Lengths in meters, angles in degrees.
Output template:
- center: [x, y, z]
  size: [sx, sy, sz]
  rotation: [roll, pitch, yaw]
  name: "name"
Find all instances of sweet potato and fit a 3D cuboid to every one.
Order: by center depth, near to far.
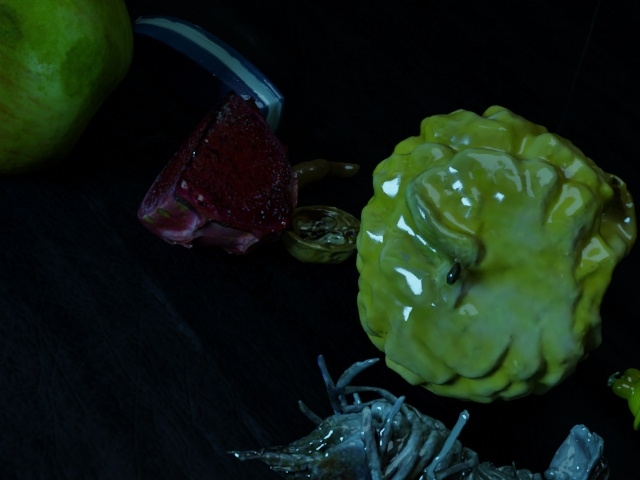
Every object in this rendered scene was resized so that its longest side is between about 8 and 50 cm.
- center: [-0.014, -0.092, 1.524]
  size: [0.179, 0.044, 0.044]
  rotation: [-22, 55, -41]
  name: "sweet potato"

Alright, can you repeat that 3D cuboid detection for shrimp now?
- center: [0.116, 0.225, 1.133]
  size: [0.410, 0.166, 0.221]
  rotation: [21, 3, -21]
  name: "shrimp"

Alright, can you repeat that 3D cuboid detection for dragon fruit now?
- center: [-0.132, -0.068, 1.369]
  size: [0.189, 0.163, 0.262]
  rotation: [-10, 36, 24]
  name: "dragon fruit"

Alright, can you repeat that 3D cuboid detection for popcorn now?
- center: [0.191, 0.017, 1.307]
  size: [0.348, 0.349, 0.381]
  rotation: [17, 0, -4]
  name: "popcorn"

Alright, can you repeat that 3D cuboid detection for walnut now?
- center: [0.000, 0.000, 1.414]
  size: [0.121, 0.052, 0.091]
  rotation: [0, 42, -27]
  name: "walnut"

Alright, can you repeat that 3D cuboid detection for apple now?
- center: [-0.393, -0.246, 1.315]
  size: [0.339, 0.340, 0.340]
  rotation: [12, 39, -10]
  name: "apple"

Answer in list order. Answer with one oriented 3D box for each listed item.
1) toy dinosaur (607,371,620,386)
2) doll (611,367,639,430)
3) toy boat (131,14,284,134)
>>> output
- center: [0.410, 0.185, 1.407]
  size: [0.062, 0.021, 0.083]
  rotation: [29, 39, 31]
  name: "toy dinosaur"
- center: [0.461, 0.235, 1.310]
  size: [0.241, 0.099, 0.135]
  rotation: [39, 65, 23]
  name: "doll"
- center: [-0.179, -0.250, 1.598]
  size: [0.299, 0.096, 0.061]
  rotation: [37, 50, 23]
  name: "toy boat"
